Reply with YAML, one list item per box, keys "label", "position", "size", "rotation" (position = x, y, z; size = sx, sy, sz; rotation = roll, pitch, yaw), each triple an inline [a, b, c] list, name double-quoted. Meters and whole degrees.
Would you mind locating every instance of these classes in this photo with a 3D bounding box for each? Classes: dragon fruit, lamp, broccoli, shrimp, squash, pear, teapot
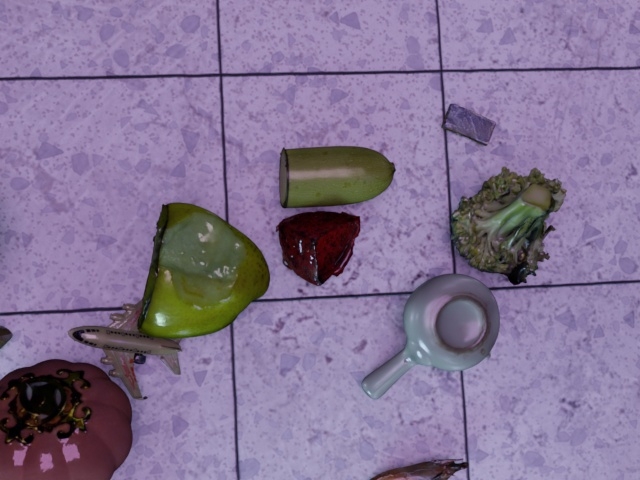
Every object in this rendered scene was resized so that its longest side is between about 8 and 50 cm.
- label: "dragon fruit"
  position: [0.000, 0.002, 1.748]
  size: [0.161, 0.121, 0.127]
  rotation: [-29, 45, -33]
- label: "lamp"
  position: [-0.514, 0.380, 1.565]
  size: [0.305, 0.240, 0.305]
  rotation: [5, 42, -4]
- label: "broccoli"
  position: [0.422, -0.040, 1.711]
  size: [0.263, 0.243, 0.247]
  rotation: [-10, 73, -13]
- label: "shrimp"
  position: [0.207, 0.541, 1.735]
  size: [0.251, 0.052, 0.144]
  rotation: [-19, 98, -1]
- label: "squash"
  position: [0.038, -0.136, 1.733]
  size: [0.247, 0.132, 0.133]
  rotation: [-2, 85, -8]
- label: "pear"
  position: [-0.229, 0.070, 1.641]
  size: [0.292, 0.159, 0.292]
  rotation: [9, 69, -24]
- label: "teapot"
  position: [0.222, 0.195, 1.714]
  size: [0.318, 0.149, 0.220]
  rotation: [-17, 94, -9]

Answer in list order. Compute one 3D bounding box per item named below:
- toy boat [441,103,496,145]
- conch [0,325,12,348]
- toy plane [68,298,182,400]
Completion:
- label: "toy boat"
  position: [0.335, -0.262, 1.836]
  size: [0.115, 0.016, 0.063]
  rotation: [23, 82, -5]
- label: "conch"
  position: [-0.807, 0.273, 1.590]
  size: [0.386, 0.169, 0.203]
  rotation: [-45, 118, -41]
- label: "toy plane"
  position: [-0.393, 0.206, 1.661]
  size: [0.244, 0.092, 0.229]
  rotation: [12, 86, -21]
